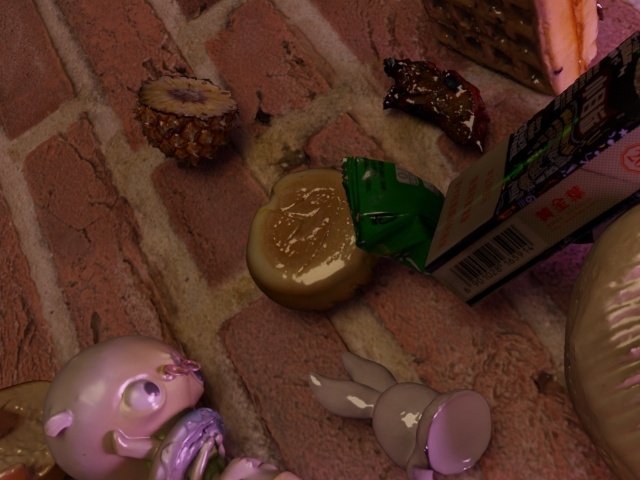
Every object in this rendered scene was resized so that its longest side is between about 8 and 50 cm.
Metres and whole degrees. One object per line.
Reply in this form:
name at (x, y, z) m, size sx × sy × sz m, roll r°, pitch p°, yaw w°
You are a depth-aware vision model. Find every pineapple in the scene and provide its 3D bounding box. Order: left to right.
pineapple at (-0.220, -0.173, 1.237) m, size 0.176 × 0.136 × 0.161 m, roll 22°, pitch 33°, yaw 16°

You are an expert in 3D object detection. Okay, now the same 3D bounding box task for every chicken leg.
chicken leg at (0.172, -0.208, 1.137) m, size 0.234 × 0.063 × 0.105 m, roll 34°, pitch 84°, yaw 31°

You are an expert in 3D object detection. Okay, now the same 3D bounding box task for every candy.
candy at (0.118, -0.024, 0.996) m, size 0.078 × 0.203 × 0.141 m, roll -20°, pitch 56°, yaw 51°

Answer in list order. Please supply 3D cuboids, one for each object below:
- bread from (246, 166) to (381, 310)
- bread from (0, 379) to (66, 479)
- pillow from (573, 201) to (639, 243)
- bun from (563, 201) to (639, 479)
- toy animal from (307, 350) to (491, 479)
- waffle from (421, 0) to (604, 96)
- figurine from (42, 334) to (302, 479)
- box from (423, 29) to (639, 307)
bread at (0.000, 0.000, 1.067) m, size 0.213 × 0.104 × 0.213 m, roll -8°, pitch 58°, yaw 14°
bread at (-0.468, 0.283, 1.032) m, size 0.224 × 0.211 × 0.183 m, roll -47°, pitch 50°, yaw -1°
pillow at (0.408, -0.072, 0.948) m, size 0.250 × 0.106 × 0.186 m, roll -1°, pitch 57°, yaw 26°
bun at (0.414, 0.124, 0.775) m, size 0.326 × 0.234 × 0.362 m, roll -42°, pitch 73°, yaw 4°
toy animal at (0.091, 0.215, 0.932) m, size 0.104 × 0.130 × 0.221 m, roll -33°, pitch 26°, yaw -31°
waffle at (0.230, -0.379, 1.022) m, size 0.114 × 0.376 × 0.261 m, roll -47°, pitch 56°, yaw -6°
figurine at (-0.171, 0.295, 0.960) m, size 0.394 × 0.227 × 0.274 m, roll 25°, pitch 105°, yaw 19°
box at (0.264, -0.075, 0.877) m, size 0.310 × 0.084 × 0.198 m, roll -41°, pitch 14°, yaw 38°
